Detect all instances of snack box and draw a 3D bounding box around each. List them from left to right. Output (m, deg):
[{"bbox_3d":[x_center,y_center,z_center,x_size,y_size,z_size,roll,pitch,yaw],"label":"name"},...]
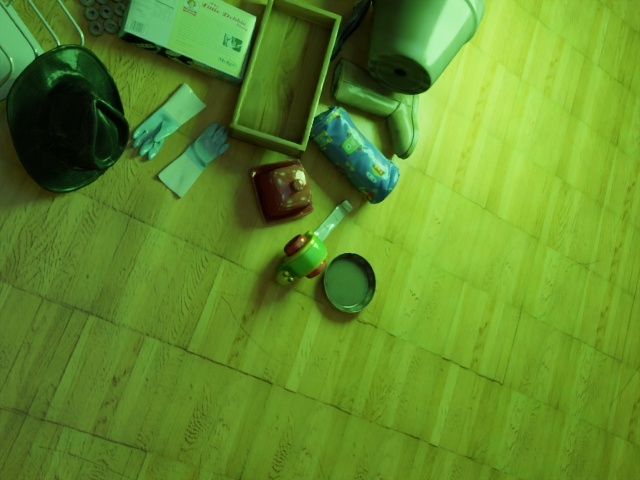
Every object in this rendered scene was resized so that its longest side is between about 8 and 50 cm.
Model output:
[{"bbox_3d":[-0.332,-0.544,1.713,0.321,0.060,0.187,18,76,-28],"label":"snack box"}]

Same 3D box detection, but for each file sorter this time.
[{"bbox_3d":[-0.675,-0.416,1.404,0.193,0.173,0.278,56,41,-13],"label":"file sorter"}]

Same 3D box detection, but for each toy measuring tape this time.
[{"bbox_3d":[0.000,0.000,1.801,0.121,0.121,0.330,50,65,-14],"label":"toy measuring tape"}]

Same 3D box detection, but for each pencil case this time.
[{"bbox_3d":[0.097,-0.242,1.876,0.306,0.119,0.133,44,88,-17],"label":"pencil case"}]

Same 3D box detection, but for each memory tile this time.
[{"bbox_3d":[-0.530,-0.578,1.645,0.113,0.012,0.148,-18,92,-29],"label":"memory tile"}]

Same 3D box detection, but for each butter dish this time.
[{"bbox_3d":[-0.082,-0.137,1.771,0.159,0.118,0.160,-15,92,-28],"label":"butter dish"}]

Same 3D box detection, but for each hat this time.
[{"bbox_3d":[-0.508,-0.248,1.459,0.331,0.133,0.331,-40,140,-45],"label":"hat"}]

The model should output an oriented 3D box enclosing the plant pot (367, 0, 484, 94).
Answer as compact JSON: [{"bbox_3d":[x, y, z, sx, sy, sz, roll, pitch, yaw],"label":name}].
[{"bbox_3d":[0.267,-0.576,1.892,0.323,0.323,0.280,28,71,-22],"label":"plant pot"}]

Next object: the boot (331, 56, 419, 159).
[{"bbox_3d":[0.153,-0.377,1.947,0.269,0.089,0.236,17,64,-26],"label":"boot"}]

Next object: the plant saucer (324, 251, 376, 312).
[{"bbox_3d":[0.078,0.118,1.876,0.168,0.029,0.169,4,83,-28],"label":"plant saucer"}]

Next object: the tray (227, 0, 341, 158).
[{"bbox_3d":[-0.094,-0.441,1.793,0.202,0.076,0.411,17,75,-8],"label":"tray"}]

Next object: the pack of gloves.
[{"bbox_3d":[-0.342,-0.256,1.688,0.195,0.046,0.232,45,66,-15],"label":"pack of gloves"}]

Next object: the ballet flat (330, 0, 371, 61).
[{"bbox_3d":[0.071,-0.621,1.941,0.058,0.084,0.250,32,72,5],"label":"ballet flat"}]
